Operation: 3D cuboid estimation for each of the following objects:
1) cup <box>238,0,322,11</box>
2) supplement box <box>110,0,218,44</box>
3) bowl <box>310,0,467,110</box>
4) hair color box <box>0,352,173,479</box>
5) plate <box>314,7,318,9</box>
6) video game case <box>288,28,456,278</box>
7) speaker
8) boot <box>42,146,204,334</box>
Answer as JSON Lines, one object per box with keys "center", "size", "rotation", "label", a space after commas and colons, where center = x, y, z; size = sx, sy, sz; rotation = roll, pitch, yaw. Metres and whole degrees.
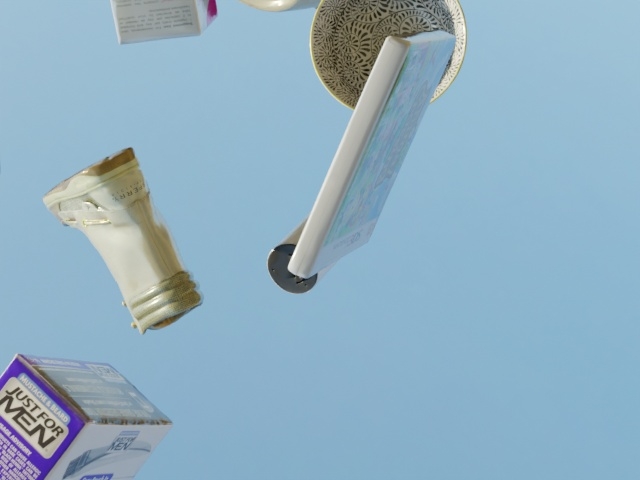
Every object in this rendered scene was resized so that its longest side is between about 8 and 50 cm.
{"center": [-0.025, -0.405, 1.777], "size": [0.331, 0.331, 0.237], "rotation": [32, -122, 11], "label": "cup"}
{"center": [-0.206, -0.366, 1.879], "size": [0.114, 0.220, 0.111], "rotation": [-6, -161, 11], "label": "supplement box"}
{"center": [0.080, -0.214, 1.652], "size": [0.170, 0.170, 0.080], "rotation": [32, -175, 11], "label": "bowl"}
{"center": [-0.308, 0.272, 1.440], "size": [0.110, 0.339, 0.185], "rotation": [41, -173, 19], "label": "hair color box"}
{"center": [0.045, -0.449, 2.428], "size": [0.188, 0.188, 0.024], "rotation": [16, -164, -11], "label": "plate"}
{"center": [0.049, -0.079, 1.303], "size": [0.023, 0.212, 0.193], "rotation": [26, -164, 11], "label": "video game case"}
{"center": [0.000, 0.000, 1.479], "size": [0.055, 0.055, 0.136], "rotation": [30, -146, 9], "label": "speaker"}
{"center": [-0.183, 0.008, 1.418], "size": [0.077, 0.213, 0.165], "rotation": [-29, -86, -21], "label": "boot"}
